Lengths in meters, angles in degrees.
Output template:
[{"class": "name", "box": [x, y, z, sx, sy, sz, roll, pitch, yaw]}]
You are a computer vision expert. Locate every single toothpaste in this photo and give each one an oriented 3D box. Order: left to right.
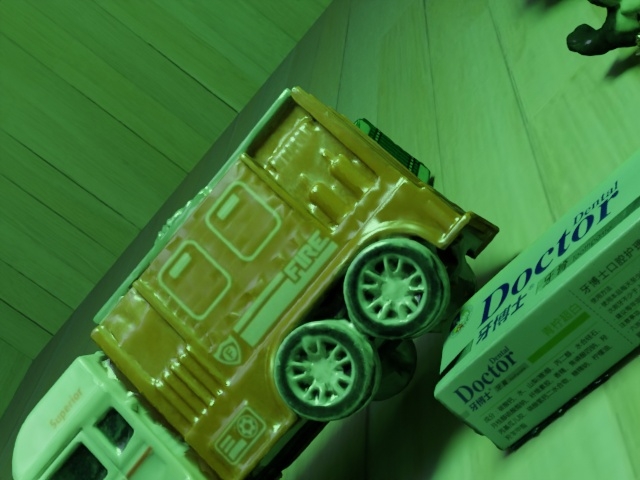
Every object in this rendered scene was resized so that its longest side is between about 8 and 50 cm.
[{"class": "toothpaste", "box": [0.198, -0.010, 0.643, 0.336, 0.067, 0.081, -45, 13, 28]}]

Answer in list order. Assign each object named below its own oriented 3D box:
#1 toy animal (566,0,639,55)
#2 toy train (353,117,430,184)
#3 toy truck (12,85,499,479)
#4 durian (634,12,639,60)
[{"class": "toy animal", "box": [0.283, -0.251, 0.911, 0.225, 0.094, 0.121, -47, 22, -15]}, {"class": "toy train", "box": [0.000, 0.000, 1.168, 0.269, 0.115, 0.154, -46, 20, 29]}, {"class": "toy truck", "box": [-0.059, 0.083, 0.844, 0.387, 0.207, 0.173, -49, -13, 8]}, {"class": "durian", "box": [0.259, -0.155, 0.748, 0.148, 0.091, 0.188, -47, 13, 21]}]
